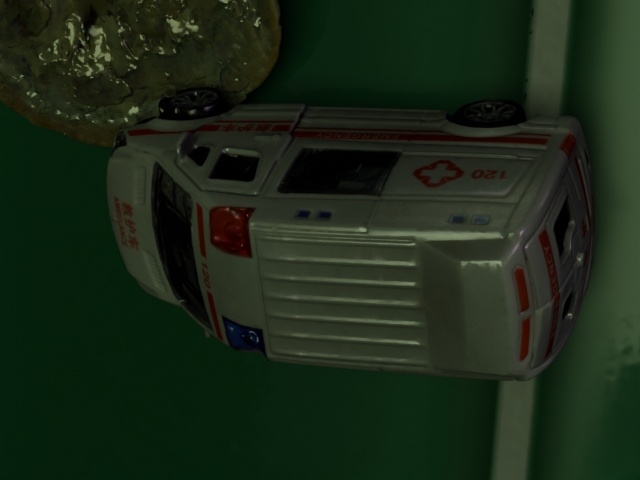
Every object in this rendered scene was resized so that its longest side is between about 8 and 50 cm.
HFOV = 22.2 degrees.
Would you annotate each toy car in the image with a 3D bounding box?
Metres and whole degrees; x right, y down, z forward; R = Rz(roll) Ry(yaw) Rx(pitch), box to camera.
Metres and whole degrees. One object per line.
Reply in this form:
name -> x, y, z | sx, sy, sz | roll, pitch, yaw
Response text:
toy car -> 0.000, 0.000, 0.640 | 0.210, 0.108, 0.089 | 4, 120, 20

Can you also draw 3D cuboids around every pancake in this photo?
pancake -> -0.090, -0.108, 0.681 | 0.158, 0.028, 0.158 | 5, 123, 8
